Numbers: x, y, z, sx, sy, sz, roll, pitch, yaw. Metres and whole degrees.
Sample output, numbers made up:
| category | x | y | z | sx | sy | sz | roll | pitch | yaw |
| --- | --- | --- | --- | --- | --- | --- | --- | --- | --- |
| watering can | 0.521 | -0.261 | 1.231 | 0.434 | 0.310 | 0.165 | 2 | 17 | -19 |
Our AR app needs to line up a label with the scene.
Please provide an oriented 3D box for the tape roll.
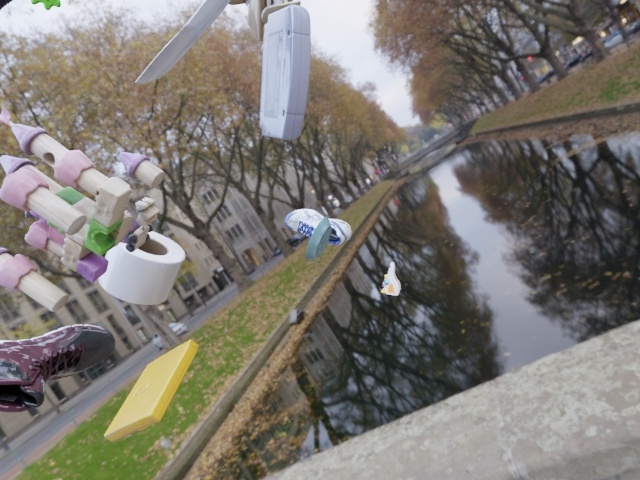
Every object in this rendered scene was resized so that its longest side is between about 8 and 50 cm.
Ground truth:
| category | x | y | z | sx | sy | sz | roll | pitch | yaw |
| --- | --- | --- | --- | --- | --- | --- | --- | --- | --- |
| tape roll | -0.612 | 0.086 | 1.547 | 0.169 | 0.246 | 0.246 | -64 | -5 | 14 |

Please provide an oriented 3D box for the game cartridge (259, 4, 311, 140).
| category | x | y | z | sx | sy | sz | roll | pitch | yaw |
| --- | --- | --- | --- | --- | --- | --- | --- | --- | --- |
| game cartridge | -0.089 | -0.399 | 1.097 | 0.062 | 0.297 | 0.198 | -4 | 18 | -31 |

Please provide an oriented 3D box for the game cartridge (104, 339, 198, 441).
| category | x | y | z | sx | sy | sz | roll | pitch | yaw |
| --- | --- | --- | --- | --- | --- | --- | --- | --- | --- |
| game cartridge | -0.543 | 0.487 | 1.464 | 0.324 | 0.053 | 0.285 | -31 | 25 | 35 |

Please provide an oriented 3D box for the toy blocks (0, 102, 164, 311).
| category | x | y | z | sx | sy | sz | roll | pitch | yaw |
| --- | --- | --- | --- | --- | --- | --- | --- | --- | --- |
| toy blocks | -0.509 | -0.082 | 0.884 | 0.288 | 0.260 | 0.309 | -56 | 1 | 36 |

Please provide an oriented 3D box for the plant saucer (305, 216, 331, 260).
| category | x | y | z | sx | sy | sz | roll | pitch | yaw |
| --- | --- | --- | --- | --- | --- | --- | --- | --- | --- |
| plant saucer | 0.000 | 0.000 | 1.111 | 0.119 | 0.021 | 0.119 | -59 | -16 | -28 |

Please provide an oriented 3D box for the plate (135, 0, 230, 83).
| category | x | y | z | sx | sy | sz | roll | pitch | yaw |
| --- | --- | --- | --- | --- | --- | --- | --- | --- | --- |
| plate | -0.316 | -0.512 | 1.098 | 0.277 | 0.045 | 0.278 | -15 | 43 | 45 |

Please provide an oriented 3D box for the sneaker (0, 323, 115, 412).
| category | x | y | z | sx | sy | sz | roll | pitch | yaw |
| --- | --- | --- | --- | --- | --- | --- | --- | --- | --- |
| sneaker | -0.477 | 0.233 | 0.786 | 0.162 | 0.106 | 0.281 | 21 | 14 | 38 |

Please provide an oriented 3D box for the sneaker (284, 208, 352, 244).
| category | x | y | z | sx | sy | sz | roll | pitch | yaw |
| --- | --- | --- | --- | --- | --- | --- | --- | --- | --- |
| sneaker | -0.023 | -0.055 | 1.854 | 0.296 | 0.112 | 0.131 | 11 | 21 | 18 |

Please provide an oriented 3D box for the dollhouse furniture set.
| category | x | y | z | sx | sy | sz | roll | pitch | yaw |
| --- | --- | --- | --- | --- | --- | --- | --- | --- | --- |
| dollhouse furniture set | -0.260 | -0.901 | 1.570 | 0.256 | 0.362 | 0.394 | -21 | -26 | -20 |

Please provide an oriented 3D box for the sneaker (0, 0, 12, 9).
| category | x | y | z | sx | sy | sz | roll | pitch | yaw |
| --- | --- | --- | --- | --- | --- | --- | --- | --- | --- |
| sneaker | -0.678 | -0.493 | 0.884 | 0.209 | 0.082 | 0.069 | -36 | -9 | -2 |

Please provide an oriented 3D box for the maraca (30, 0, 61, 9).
| category | x | y | z | sx | sy | sz | roll | pitch | yaw |
| --- | --- | --- | --- | --- | --- | --- | --- | --- | --- |
| maraca | -0.843 | -0.814 | 1.399 | 0.099 | 0.127 | 0.185 | -164 | 93 | -81 |

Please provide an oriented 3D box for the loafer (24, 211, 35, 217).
| category | x | y | z | sx | sy | sz | roll | pitch | yaw |
| --- | --- | --- | --- | --- | --- | --- | --- | --- | --- |
| loafer | -1.037 | -0.098 | 1.722 | 0.062 | 0.061 | 0.170 | 17 | -1 | 45 |

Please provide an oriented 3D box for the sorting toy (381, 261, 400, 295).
| category | x | y | z | sx | sy | sz | roll | pitch | yaw |
| --- | --- | --- | --- | --- | --- | --- | --- | --- | --- |
| sorting toy | 0.173 | 0.091 | 1.093 | 0.045 | 0.075 | 0.083 | 5 | 1 | 12 |
